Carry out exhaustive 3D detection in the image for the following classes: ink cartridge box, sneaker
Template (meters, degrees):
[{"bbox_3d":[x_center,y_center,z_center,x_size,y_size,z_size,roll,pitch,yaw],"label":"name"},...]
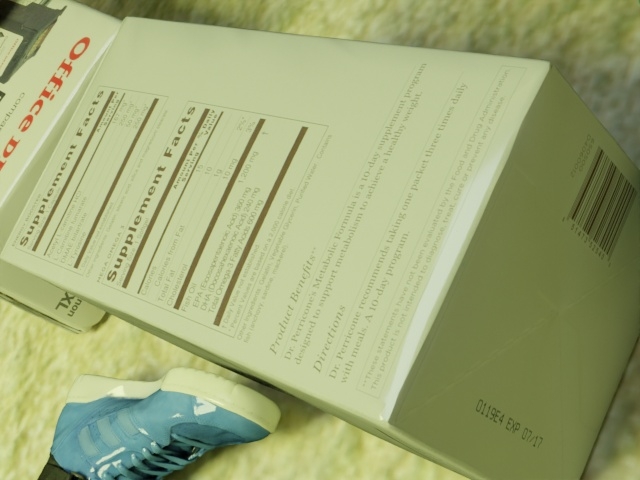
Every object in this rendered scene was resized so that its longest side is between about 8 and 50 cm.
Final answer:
[{"bbox_3d":[-0.194,-0.070,0.686,0.237,0.100,0.172,28,85,45],"label":"ink cartridge box"},{"bbox_3d":[-0.085,0.110,0.520,0.152,0.058,0.085,-6,56,41],"label":"sneaker"}]

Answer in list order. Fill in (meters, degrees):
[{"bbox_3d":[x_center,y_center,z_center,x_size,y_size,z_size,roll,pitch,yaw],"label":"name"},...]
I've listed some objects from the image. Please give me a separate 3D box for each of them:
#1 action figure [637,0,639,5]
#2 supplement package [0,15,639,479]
[{"bbox_3d":[0.175,-0.093,0.415,0.137,0.063,0.232,-7,56,3],"label":"action figure"},{"bbox_3d":[0.000,0.000,0.461,0.244,0.139,0.134,17,77,42],"label":"supplement package"}]
